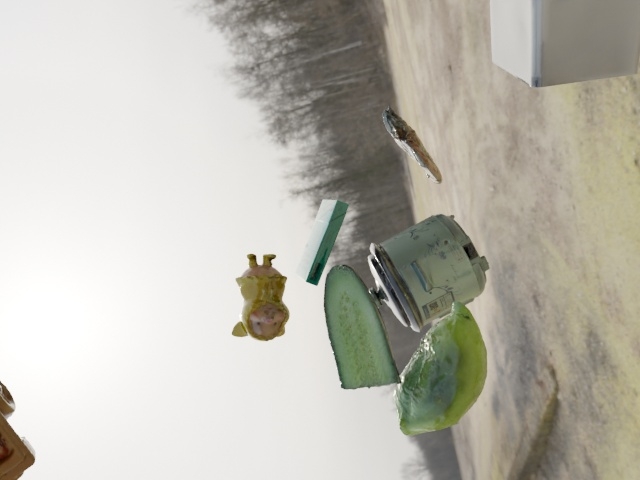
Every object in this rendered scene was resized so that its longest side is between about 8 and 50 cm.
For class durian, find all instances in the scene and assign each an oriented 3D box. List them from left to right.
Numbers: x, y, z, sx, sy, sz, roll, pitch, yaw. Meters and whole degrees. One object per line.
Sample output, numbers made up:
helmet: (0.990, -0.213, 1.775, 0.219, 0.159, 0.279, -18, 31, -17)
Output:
durian: (0.218, 0.242, 1.007, 0.139, 0.250, 0.101, 36, -165, 21)

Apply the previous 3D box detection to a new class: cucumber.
cucumber: (0.073, 0.159, 1.056, 0.063, 0.115, 0.244, 25, -133, -59)

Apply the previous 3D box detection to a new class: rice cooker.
rice cooker: (0.266, 0.087, 1.486, 0.264, 0.316, 0.316, 62, -171, 0)

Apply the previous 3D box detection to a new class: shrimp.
shrimp: (0.270, -0.263, 1.617, 0.317, 0.062, 0.164, 39, -161, -43)

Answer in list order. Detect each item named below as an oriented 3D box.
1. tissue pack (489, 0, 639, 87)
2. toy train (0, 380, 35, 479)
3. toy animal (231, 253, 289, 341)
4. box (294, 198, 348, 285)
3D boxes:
tissue pack: (0.368, -0.334, 0.873, 0.246, 0.159, 0.136, -89, -9, -65)
toy train: (-0.452, 0.141, 0.557, 0.369, 0.163, 0.231, 61, 158, -13)
toy animal: (-0.157, 0.150, 1.504, 0.156, 0.155, 0.230, 17, -106, -80)
box: (0.000, 0.000, 1.519, 0.161, 0.042, 0.227, -158, 89, -75)
